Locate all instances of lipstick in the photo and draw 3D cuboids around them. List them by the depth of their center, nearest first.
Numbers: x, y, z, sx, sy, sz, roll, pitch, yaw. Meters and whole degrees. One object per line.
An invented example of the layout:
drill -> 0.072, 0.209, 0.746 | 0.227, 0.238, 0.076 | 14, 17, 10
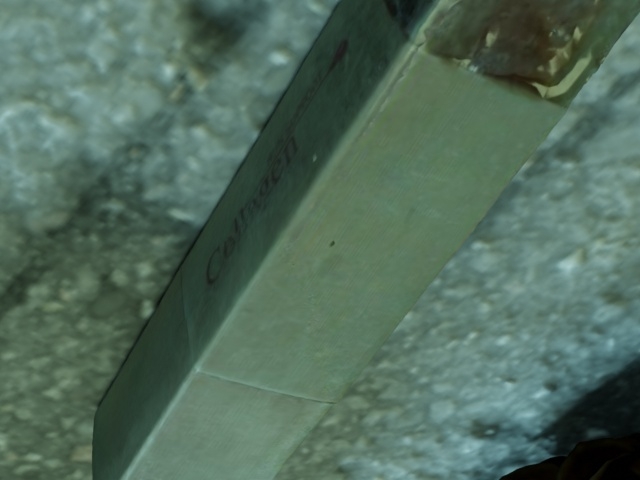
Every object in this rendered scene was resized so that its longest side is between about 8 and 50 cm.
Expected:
lipstick -> 0.000, 0.000, 0.479 | 0.080, 0.076, 0.371 | 17, 126, -26

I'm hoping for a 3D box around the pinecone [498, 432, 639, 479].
pinecone -> 0.199, 0.216, 0.591 | 0.244, 0.244, 0.309 | -6, 158, -5
